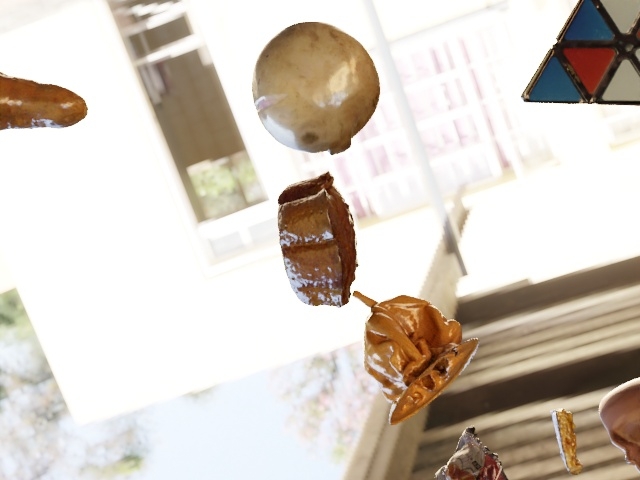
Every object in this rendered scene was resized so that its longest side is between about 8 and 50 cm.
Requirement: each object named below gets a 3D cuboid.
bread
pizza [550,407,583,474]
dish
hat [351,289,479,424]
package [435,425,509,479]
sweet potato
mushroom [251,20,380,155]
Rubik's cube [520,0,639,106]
[{"bbox_3d":[0.003,0.001,2.259,0.135,0.247,0.232,-7,-157,10],"label":"bread"},{"bbox_3d":[0.513,0.397,2.537,0.041,0.131,0.178,-12,-153,6],"label":"pizza"},{"bbox_3d":[0.576,0.302,2.003,0.213,0.213,0.090,-33,159,-47],"label":"dish"},{"bbox_3d":[0.128,0.177,2.193,0.244,0.233,0.233,-15,147,-52],"label":"hat"},{"bbox_3d":[0.316,0.519,2.568,0.071,0.194,0.269,16,-161,-21],"label":"package"},{"bbox_3d":[-0.485,-0.187,1.587,0.354,0.106,0.095,-6,169,-9],"label":"sweet potato"},{"bbox_3d":[-0.010,-0.277,2.251,0.255,0.255,0.184,-24,-167,-15],"label":"mushroom"},{"bbox_3d":[0.359,-0.230,1.726,0.234,0.284,0.250,-26,175,-24],"label":"Rubik's cube"}]
